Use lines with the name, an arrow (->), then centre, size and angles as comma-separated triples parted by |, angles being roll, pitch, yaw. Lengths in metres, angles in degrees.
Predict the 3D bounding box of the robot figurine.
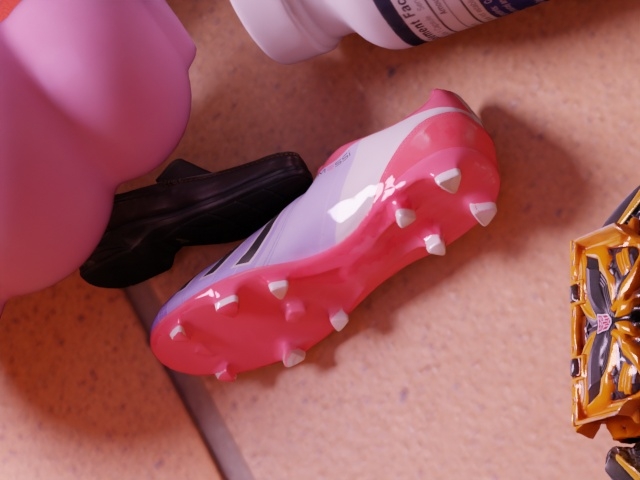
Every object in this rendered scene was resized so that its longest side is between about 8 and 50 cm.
robot figurine -> 0.226, 0.030, 0.773 | 0.291, 0.085, 0.211 | -21, 62, 51

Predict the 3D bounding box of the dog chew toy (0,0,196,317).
dog chew toy -> -0.222, -0.039, 0.954 | 0.331, 0.206, 0.207 | -35, 65, -1

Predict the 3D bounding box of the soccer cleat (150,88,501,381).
soccer cleat -> 0.000, 0.000, 0.957 | 0.248, 0.083, 0.095 | -33, 37, 20

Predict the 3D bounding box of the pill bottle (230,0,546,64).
pill bottle -> 0.077, -0.201, 0.917 | 0.264, 0.153, 0.153 | -16, 72, 20

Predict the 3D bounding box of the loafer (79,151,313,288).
loafer -> -0.085, -0.027, 1.003 | 0.170, 0.062, 0.061 | -21, 65, 18

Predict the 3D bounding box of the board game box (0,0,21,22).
board game box -> -0.197, -0.297, 1.052 | 0.242, 0.064, 0.317 | -48, 58, 43
